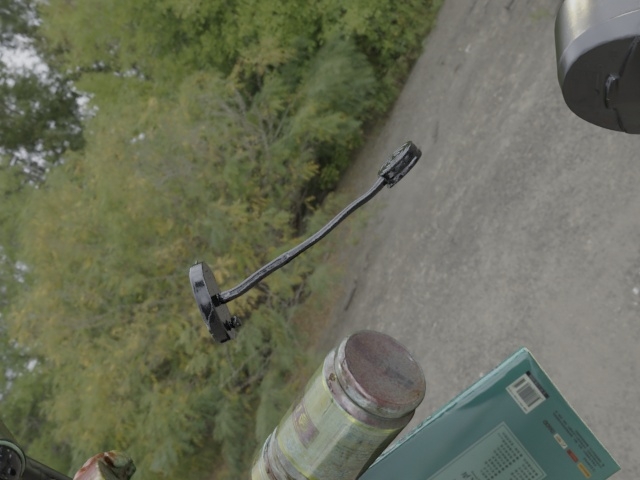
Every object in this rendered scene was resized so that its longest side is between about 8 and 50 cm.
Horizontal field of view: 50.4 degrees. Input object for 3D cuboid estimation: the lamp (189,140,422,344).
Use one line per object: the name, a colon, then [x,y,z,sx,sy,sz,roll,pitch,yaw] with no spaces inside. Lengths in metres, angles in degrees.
lamp: [-0.028,-0.026,0.896,0.371,0.108,0.130,-43,7,1]

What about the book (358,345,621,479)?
book: [0.273,0.393,1.144,0.379,0.264,0.031,-38,-1,4]

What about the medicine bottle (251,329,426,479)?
medicine bottle: [0.022,0.288,1.039,0.322,0.151,0.151,-59,11,35]

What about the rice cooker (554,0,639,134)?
rice cooker: [0.246,-0.138,0.464,0.112,0.165,0.106,63,-159,-55]

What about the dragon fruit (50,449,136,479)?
dragon fruit: [-0.133,0.291,0.547,0.130,0.268,0.295,-36,-27,-30]

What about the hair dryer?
hair dryer: [-0.362,0.314,0.885,0.195,0.248,0.078,11,64,51]
